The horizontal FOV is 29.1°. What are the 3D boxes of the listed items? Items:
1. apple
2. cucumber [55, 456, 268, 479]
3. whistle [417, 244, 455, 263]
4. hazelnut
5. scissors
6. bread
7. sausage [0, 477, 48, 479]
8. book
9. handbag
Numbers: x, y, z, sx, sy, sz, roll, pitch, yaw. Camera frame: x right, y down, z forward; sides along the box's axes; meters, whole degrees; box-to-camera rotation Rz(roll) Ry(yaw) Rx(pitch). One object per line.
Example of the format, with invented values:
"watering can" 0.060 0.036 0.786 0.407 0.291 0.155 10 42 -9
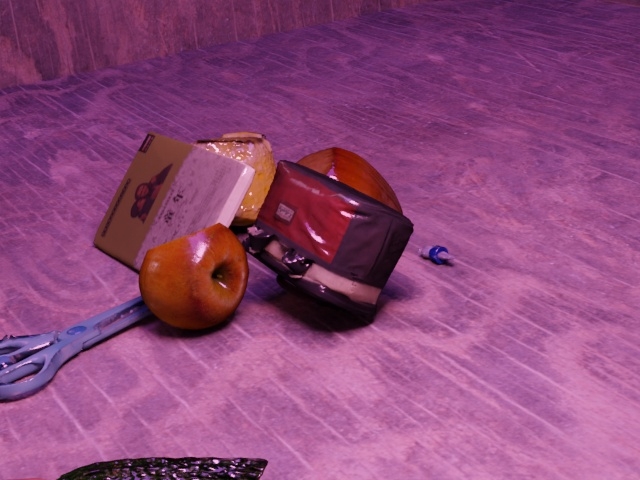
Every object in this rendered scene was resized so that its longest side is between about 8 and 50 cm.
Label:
"apple" -0.196 0.051 1.855 0.147 0.163 0.146 10 9 42
"cucumber" -0.187 0.280 1.388 0.265 0.077 0.077 0 22 11
"whistle" 0.192 0.022 2.014 0.033 0.029 0.083 0 8 -30
"hazelnut" 0.035 -0.064 2.069 0.210 0.186 0.210 -17 6 2
"scissors" -0.372 0.146 1.843 0.393 0.032 0.180 -25 28 -38
"bread" -0.158 -0.107 2.243 0.197 0.170 0.197 -5 8 1
"sausage" -0.358 0.296 1.449 0.083 0.034 0.034 -4 21 2
"book" -0.260 -0.055 2.116 0.035 0.239 0.352 31 -5 -38
"handbag" 0.000 0.000 1.845 0.181 0.181 0.254 19 7 -42
